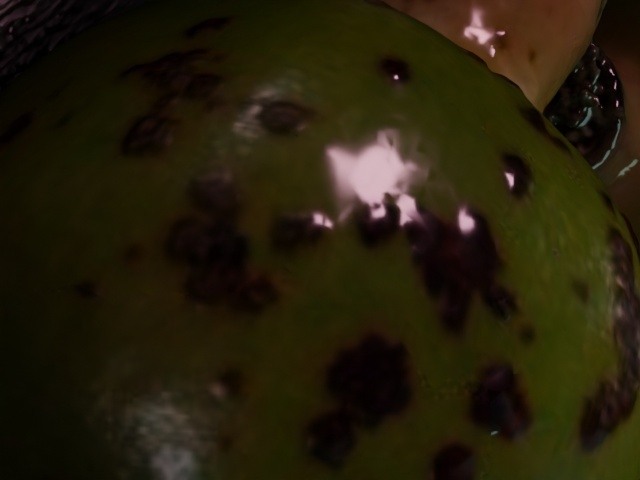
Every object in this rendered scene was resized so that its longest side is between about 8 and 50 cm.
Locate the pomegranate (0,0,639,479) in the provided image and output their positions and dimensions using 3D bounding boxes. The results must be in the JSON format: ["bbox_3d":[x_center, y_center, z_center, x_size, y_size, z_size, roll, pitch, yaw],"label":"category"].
[{"bbox_3d":[-0.007,0.002,0.507,0.231,0.231,0.286,14,87,-81],"label":"pomegranate"}]

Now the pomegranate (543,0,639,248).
[{"bbox_3d":[0.175,-0.042,0.966,0.291,0.291,0.323,-48,163,-10],"label":"pomegranate"}]
